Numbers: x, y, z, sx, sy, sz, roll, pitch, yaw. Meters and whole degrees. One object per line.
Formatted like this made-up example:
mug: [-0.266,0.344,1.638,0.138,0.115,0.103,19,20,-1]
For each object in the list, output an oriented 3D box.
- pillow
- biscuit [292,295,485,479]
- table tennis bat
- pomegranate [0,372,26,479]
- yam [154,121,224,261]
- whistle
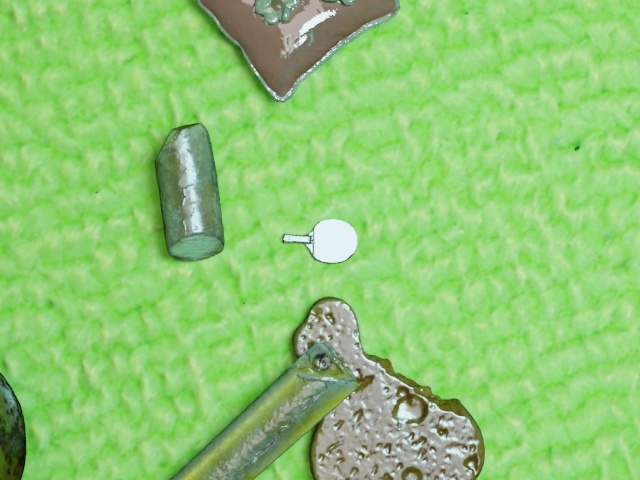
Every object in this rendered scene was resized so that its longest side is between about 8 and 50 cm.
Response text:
pillow: [-0.029,-0.267,1.262,0.179,0.075,0.171,-39,92,-3]
biscuit: [0.068,0.210,1.267,0.183,0.047,0.319,-34,89,-4]
table tennis bat: [0.000,0.000,1.289,0.083,0.007,0.050,4,89,-5]
pomegranate: [-0.461,0.235,1.150,0.341,0.285,0.285,-32,90,29]
yam: [-0.143,-0.051,1.253,0.070,0.070,0.146,-9,88,-4]
whistle: [-0.098,0.235,1.229,0.326,0.057,0.068,-43,74,3]
